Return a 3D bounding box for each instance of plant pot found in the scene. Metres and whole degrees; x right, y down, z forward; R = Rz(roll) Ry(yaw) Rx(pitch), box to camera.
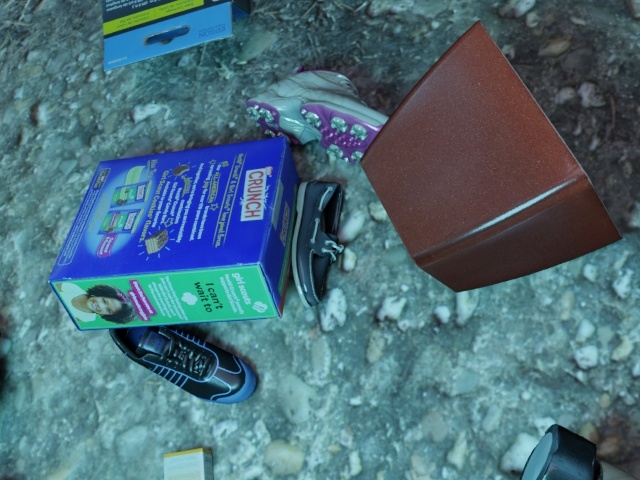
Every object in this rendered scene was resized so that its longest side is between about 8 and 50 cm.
[{"bbox_3d":[0.213,-0.079,1.149,0.235,0.267,0.267,-33,63,15],"label":"plant pot"}]

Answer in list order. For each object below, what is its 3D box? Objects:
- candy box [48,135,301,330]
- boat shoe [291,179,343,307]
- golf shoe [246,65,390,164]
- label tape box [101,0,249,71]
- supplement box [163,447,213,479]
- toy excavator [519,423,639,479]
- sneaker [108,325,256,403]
[{"bbox_3d":[-0.200,-0.011,1.264,0.317,0.122,0.268,-6,44,15],"label":"candy box"},{"bbox_3d":[0.000,0.000,1.269,0.065,0.075,0.206,-7,62,17],"label":"boat shoe"},{"bbox_3d":[0.020,-0.205,1.300,0.306,0.115,0.140,22,62,41],"label":"golf shoe"},{"bbox_3d":[-0.258,-0.439,1.509,0.240,0.106,0.334,-13,66,12],"label":"label tape box"},{"bbox_3d":[-0.185,0.348,1.200,0.062,0.036,0.098,-11,65,12],"label":"supplement box"},{"bbox_3d":[0.240,0.495,0.901,0.222,0.433,0.445,26,118,7],"label":"toy excavator"},{"bbox_3d":[-0.208,0.173,1.249,0.232,0.090,0.081,16,74,22],"label":"sneaker"}]
